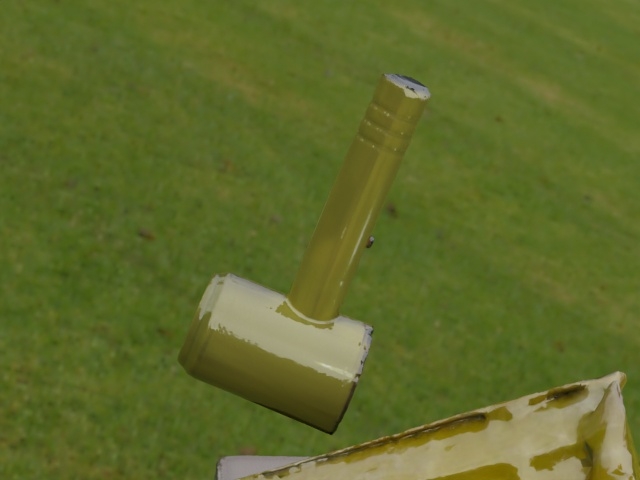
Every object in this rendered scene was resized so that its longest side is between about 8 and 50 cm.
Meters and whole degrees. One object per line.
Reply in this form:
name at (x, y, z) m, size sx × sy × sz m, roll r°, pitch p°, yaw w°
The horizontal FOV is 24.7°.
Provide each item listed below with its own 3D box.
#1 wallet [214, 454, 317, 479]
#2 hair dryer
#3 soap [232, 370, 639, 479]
wallet at (-0.044, 0.251, 1.331) m, size 0.118 × 0.038 × 0.152 m, roll 6°, pitch 32°, yaw -7°
hair dryer at (0.000, 0.000, 1.111) m, size 0.135 × 0.278 × 0.090 m, roll 23°, pitch 14°, yaw -1°
soap at (0.060, 0.260, 0.880) m, size 0.335 × 0.156 × 0.293 m, roll -18°, pitch 45°, yaw 12°
